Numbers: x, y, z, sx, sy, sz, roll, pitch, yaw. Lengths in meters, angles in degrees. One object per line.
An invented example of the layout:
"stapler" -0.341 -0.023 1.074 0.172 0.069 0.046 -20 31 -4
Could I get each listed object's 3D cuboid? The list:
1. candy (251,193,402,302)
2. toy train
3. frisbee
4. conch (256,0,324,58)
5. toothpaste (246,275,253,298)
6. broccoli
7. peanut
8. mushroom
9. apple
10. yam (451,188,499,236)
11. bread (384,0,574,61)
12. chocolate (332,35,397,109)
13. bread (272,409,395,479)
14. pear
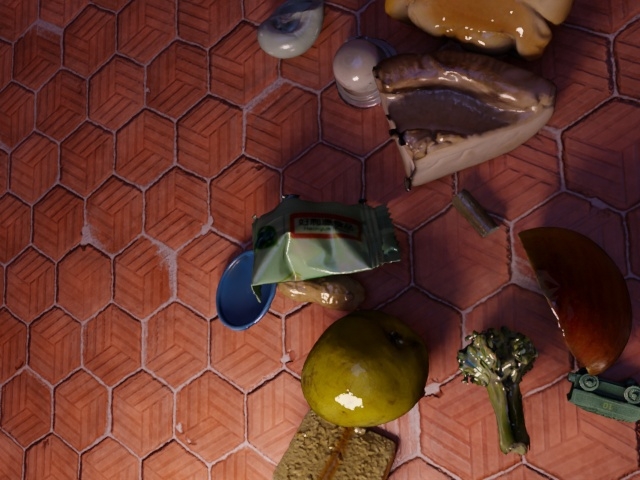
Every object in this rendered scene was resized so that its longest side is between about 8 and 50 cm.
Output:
"candy" 0.002 0.005 1.374 0.398 0.172 0.263 -8 48 5
"toy train" 0.649 0.351 1.190 0.172 0.070 0.099 13 97 21
"frisbee" -0.208 0.143 1.509 0.242 0.045 0.242 -18 61 35
"conch" -0.081 -0.626 1.534 0.221 0.121 0.185 -23 74 12
"toothpaste" -0.188 0.128 1.553 0.062 0.039 0.239 17 90 33
"broccoli" 0.437 0.318 1.183 0.198 0.177 0.275 -58 26 29
"peanut" -0.003 0.130 1.441 0.263 0.117 0.101 10 66 27
"mushroom" 0.354 -0.346 1.308 0.397 0.224 0.313 -18 69 9
"apple" 0.566 0.117 1.166 0.254 0.179 0.346 -9 65 -17
"yam" 0.393 -0.068 1.336 0.054 0.054 0.132 -42 73 13
"bread" 0.371 -0.587 1.242 0.424 0.329 0.245 28 96 15
"chocolate" 0.107 -0.483 1.435 0.221 0.147 0.221 -4 81 24
"bread" 0.050 0.604 1.398 0.263 0.198 0.236 18 58 20
"pear" 0.091 0.333 1.306 0.375 0.287 0.287 -43 70 35
